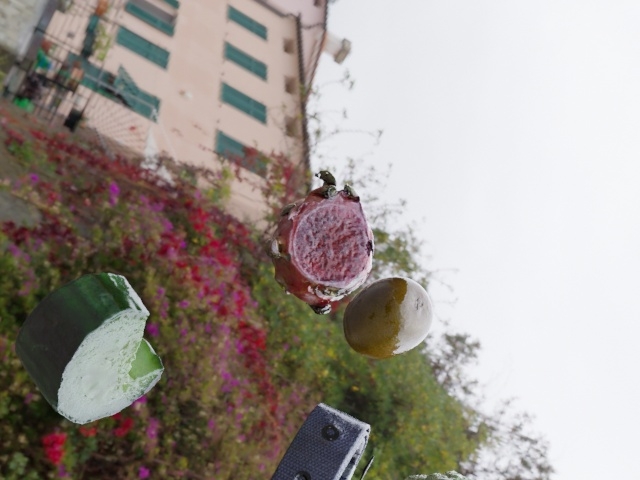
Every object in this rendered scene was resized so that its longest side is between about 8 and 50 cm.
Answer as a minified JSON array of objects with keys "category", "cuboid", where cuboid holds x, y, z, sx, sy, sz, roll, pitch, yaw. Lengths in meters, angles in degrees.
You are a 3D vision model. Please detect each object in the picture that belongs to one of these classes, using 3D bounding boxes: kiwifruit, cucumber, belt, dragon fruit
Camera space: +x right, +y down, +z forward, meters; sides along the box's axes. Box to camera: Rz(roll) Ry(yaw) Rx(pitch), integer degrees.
[{"category":"kiwifruit","cuboid":[0.159,0.193,1.948,0.234,0.196,0.196,-36,-144,47]},{"category":"cucumber","cuboid":[-0.323,0.147,1.109,0.130,0.191,0.191,38,-77,30]},{"category":"belt","cuboid":[0.001,0.382,1.288,0.230,0.126,0.139,-55,159,-38]},{"category":"dragon fruit","cuboid":[0.000,0.000,1.486,0.147,0.211,0.282,122,-29,-86]}]

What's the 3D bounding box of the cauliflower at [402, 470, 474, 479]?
[{"category":"cauliflower","cuboid":[0.140,0.423,0.953,0.272,0.250,0.275,-38,-151,47]}]
